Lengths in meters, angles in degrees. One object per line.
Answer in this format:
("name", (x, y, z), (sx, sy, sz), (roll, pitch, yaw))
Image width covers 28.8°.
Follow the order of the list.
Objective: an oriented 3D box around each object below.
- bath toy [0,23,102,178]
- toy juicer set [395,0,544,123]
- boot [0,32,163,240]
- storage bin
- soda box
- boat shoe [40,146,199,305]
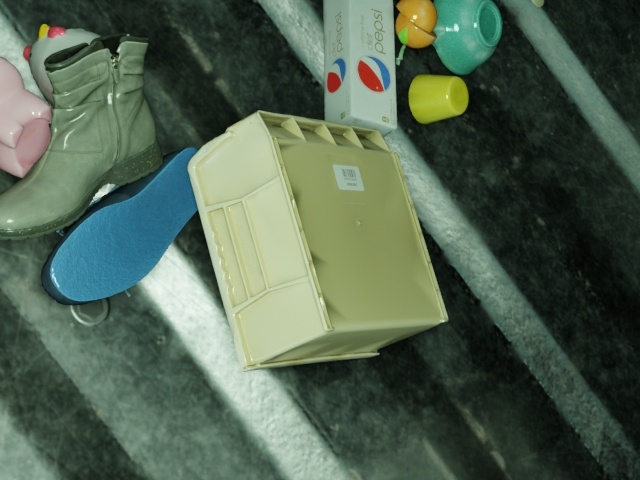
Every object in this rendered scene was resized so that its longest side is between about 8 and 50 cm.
("bath toy", (-0.356, -0.129, 1.300), (0.129, 0.151, 0.348), (27, 48, 26))
("toy juicer set", (0.189, -0.332, 1.747), (0.329, 0.089, 0.209), (-52, 126, -35))
("boot", (-0.265, -0.115, 1.276), (0.246, 0.083, 0.161), (-38, 133, -42))
("storage bin", (0.000, 0.000, 1.430), (0.262, 0.123, 0.261), (1, 68, -54))
("soda box", (0.051, -0.237, 1.647), (0.073, 0.069, 0.216), (13, 64, -29))
("boat shoe", (-0.213, -0.006, 1.367), (0.258, 0.089, 0.109), (-39, 108, -43))
